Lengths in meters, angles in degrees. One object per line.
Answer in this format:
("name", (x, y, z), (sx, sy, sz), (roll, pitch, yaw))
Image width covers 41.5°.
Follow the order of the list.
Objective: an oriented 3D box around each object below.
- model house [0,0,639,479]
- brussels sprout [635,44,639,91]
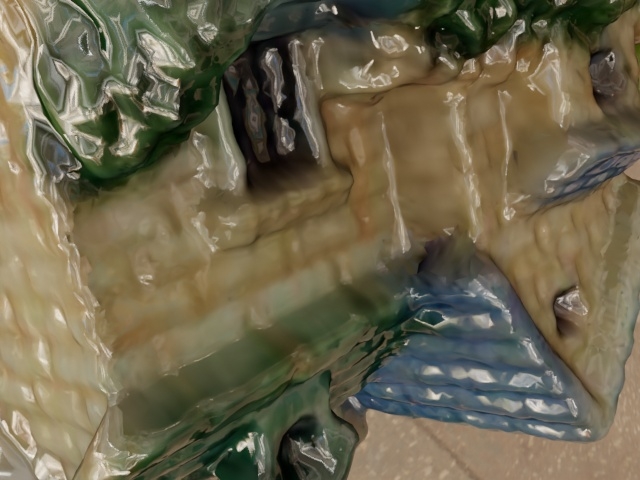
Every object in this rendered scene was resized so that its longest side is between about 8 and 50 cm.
("model house", (0.000, 0.000, 0.561), (0.395, 0.446, 0.399), (2, 105, 45))
("brussels sprout", (0.390, -0.181, 0.729), (0.317, 0.273, 0.242), (-20, 50, 1))
